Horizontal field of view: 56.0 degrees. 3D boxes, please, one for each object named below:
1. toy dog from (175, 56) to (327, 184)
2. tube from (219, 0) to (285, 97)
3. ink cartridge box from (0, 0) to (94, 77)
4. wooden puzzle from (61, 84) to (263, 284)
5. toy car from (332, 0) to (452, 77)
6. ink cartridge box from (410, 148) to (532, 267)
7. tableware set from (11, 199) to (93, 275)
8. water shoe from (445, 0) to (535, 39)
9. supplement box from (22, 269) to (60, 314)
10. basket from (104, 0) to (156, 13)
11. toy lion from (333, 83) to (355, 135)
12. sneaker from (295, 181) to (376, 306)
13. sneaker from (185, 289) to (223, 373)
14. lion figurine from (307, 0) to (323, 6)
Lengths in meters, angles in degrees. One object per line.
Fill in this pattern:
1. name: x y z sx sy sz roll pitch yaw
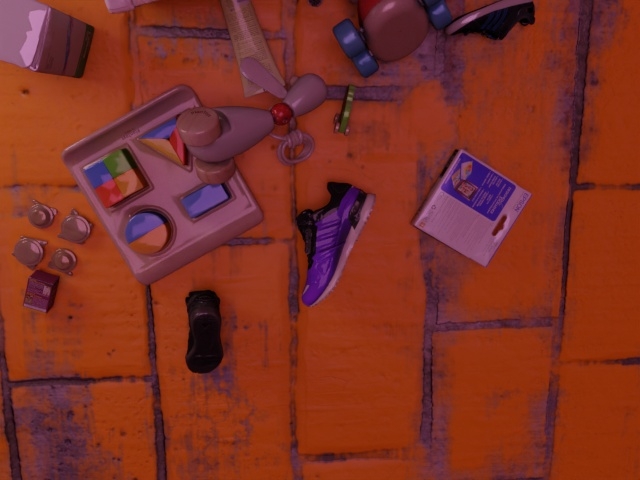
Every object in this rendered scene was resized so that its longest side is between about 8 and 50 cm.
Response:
1. toy dog: -0.162 -0.258 1.237 0.333 0.161 0.220 -20 143 -36
2. tube: -0.156 -0.430 1.268 0.070 0.062 0.240 -3 114 40
3. ink cartridge box: -0.567 -0.394 1.117 0.201 0.278 0.117 18 100 -9
4. wooden puzzle: -0.339 -0.111 1.302 0.322 0.080 0.348 -29 103 1
5. toy car: 0.113 -0.508 1.236 0.219 0.210 0.238 -30 75 15
6. ink cartridge box: 0.349 -0.073 1.396 0.208 0.045 0.206 30 97 -10
7. tableware set: -0.592 -0.002 1.331 0.141 0.020 0.169 24 100 -9
8. water shoe: 0.372 -0.469 1.301 0.203 0.073 0.080 -21 105 0
9. supplement box: -0.620 0.115 1.334 0.054 0.043 0.083 20 110 -9
10. basket: -0.289 -0.603 1.045 0.266 0.331 0.329 -16 120 -4
11. toy lion: 0.056 -0.286 1.297 0.034 0.100 0.096 14 119 -7
12. sneaker: 0.000 0.000 1.356 0.146 0.102 0.294 26 94 -6
13. sneaker: -0.267 0.201 1.381 0.087 0.130 0.228 0 130 -10
14. lion figurine: 0.048 -0.601 1.130 0.391 0.142 0.240 -13 62 18
